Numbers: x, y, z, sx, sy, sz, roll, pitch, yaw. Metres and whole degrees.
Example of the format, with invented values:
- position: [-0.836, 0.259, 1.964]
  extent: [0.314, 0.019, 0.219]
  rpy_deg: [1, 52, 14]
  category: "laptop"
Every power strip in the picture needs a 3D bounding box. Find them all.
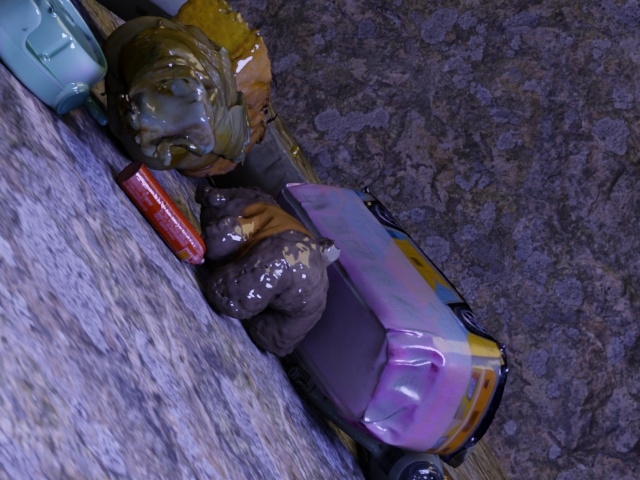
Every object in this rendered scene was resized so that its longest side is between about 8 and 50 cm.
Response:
- position: [-0.236, -0.322, 1.906]
  extent: [0.270, 0.046, 0.118]
  rpy_deg: [36, -21, 0]
  category: "power strip"

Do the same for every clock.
- position: [-0.264, -0.197, 1.362]
  extent: [0.159, 0.066, 0.211]
  rpy_deg: [61, 6, 37]
  category: "clock"

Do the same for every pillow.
- position: [-0.071, -0.065, 1.941]
  extent: [0.302, 0.075, 0.185]
  rpy_deg: [58, -38, 28]
  category: "pillow"

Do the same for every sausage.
- position: [-0.156, -0.022, 1.443]
  extent: [0.129, 0.034, 0.034]
  rpy_deg: [54, 5, -26]
  category: "sausage"

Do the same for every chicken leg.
- position: [-0.150, -0.140, 1.471]
  extent: [0.201, 0.153, 0.429]
  rpy_deg: [61, 0, -9]
  category: "chicken leg"

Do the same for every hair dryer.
- position: [0.050, 0.225, 1.717]
  extent: [0.225, 0.088, 0.219]
  rpy_deg: [41, -3, 3]
  category: "hair dryer"

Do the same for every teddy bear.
- position: [-0.066, 0.013, 1.552]
  extent: [0.190, 0.140, 0.177]
  rpy_deg: [49, 3, 38]
  category: "teddy bear"

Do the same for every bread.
- position: [-0.154, -0.177, 1.785]
  extent: [0.160, 0.147, 0.260]
  rpy_deg: [49, -21, 9]
  category: "bread"

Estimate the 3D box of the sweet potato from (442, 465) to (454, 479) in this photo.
- position: [0.167, 0.377, 1.748]
  extent: [0.075, 0.075, 0.273]
  rpy_deg: [51, 9, -47]
  category: "sweet potato"

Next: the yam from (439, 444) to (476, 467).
- position: [0.085, 0.191, 1.818]
  extent: [0.274, 0.061, 0.061]
  rpy_deg: [38, 7, -7]
  category: "yam"

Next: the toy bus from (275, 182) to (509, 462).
- position: [0.048, 0.089, 1.644]
  extent: [0.162, 0.171, 0.386]
  rpy_deg: [8, 27, -33]
  category: "toy bus"

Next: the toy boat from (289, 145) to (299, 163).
- position: [-0.007, 0.001, 2.321]
  extent: [0.318, 0.099, 0.141]
  rpy_deg: [61, -9, 8]
  category: "toy boat"
